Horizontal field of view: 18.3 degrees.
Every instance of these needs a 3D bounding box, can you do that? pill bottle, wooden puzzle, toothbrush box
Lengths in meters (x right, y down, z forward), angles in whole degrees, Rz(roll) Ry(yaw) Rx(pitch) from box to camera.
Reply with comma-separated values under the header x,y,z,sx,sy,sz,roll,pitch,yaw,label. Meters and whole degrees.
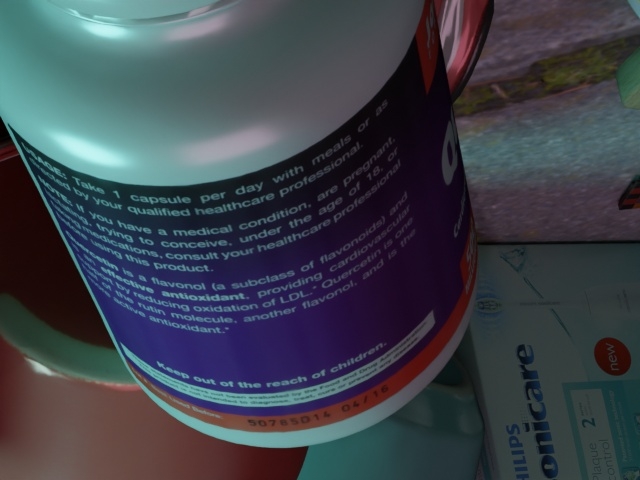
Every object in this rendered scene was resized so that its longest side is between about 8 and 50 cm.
x,y,z,sx,sy,sz,roll,pitch,yaw,label
-0.035,-0.057,0.831,0.182,0.181,0.323,-11,147,3,pill bottle
0.245,-0.037,1.436,0.049,0.006,0.083,-6,159,-11,wooden puzzle
0.227,0.120,1.544,0.296,0.216,0.126,0,156,-22,toothbrush box

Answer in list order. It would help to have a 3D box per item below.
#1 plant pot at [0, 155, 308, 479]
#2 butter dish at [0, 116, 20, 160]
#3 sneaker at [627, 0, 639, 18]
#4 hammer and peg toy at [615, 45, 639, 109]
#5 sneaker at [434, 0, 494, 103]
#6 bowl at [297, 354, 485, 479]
x,y,z,sx,sy,sz,roll,pitch,yaw,label
-0.114,0.037,1.106,0.275,0.275,0.243,-5,155,-13,plant pot
-0.180,-0.103,0.934,0.160,0.118,0.160,8,-162,27,butter dish
0.160,-0.150,0.896,0.091,0.126,0.240,20,147,16,sneaker
0.348,-0.152,1.016,0.266,0.127,0.361,0,157,-23,hammer and peg toy
0.026,-0.159,0.922,0.136,0.116,0.314,10,149,-16,sneaker
-0.009,0.123,1.403,0.311,0.311,0.163,16,108,-49,bowl
